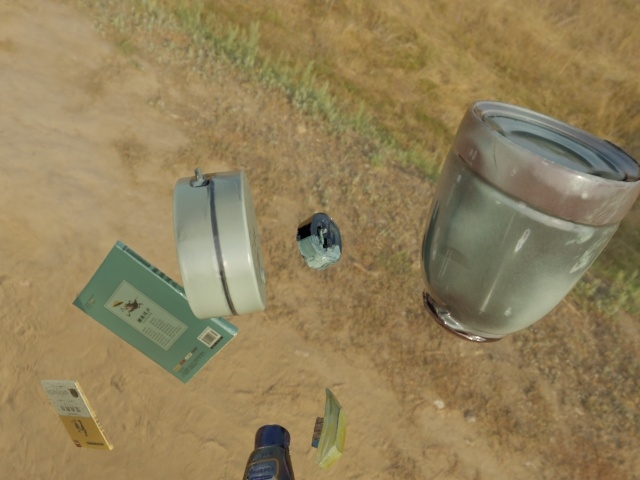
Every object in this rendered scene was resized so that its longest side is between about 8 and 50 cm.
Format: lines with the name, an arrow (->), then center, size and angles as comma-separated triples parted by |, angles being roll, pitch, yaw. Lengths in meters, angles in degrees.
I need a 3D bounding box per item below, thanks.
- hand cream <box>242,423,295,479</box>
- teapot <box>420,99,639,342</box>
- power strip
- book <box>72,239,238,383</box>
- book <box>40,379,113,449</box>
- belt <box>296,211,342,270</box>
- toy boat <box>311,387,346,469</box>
hand cream -> -0.047, 0.243, 0.554 | 0.062, 0.039, 0.163 | -15, 40, 12
teapot -> 0.274, -0.012, 0.880 | 0.233, 0.312, 0.314 | 37, 34, 28
power strip -> -0.227, 0.000, 1.450 | 0.161, 0.358, 0.358 | -9, 50, -1
book -> -0.431, 0.196, 1.615 | 0.379, 0.264, 0.031 | 40, 29, -11
book -> -0.506, 0.363, 1.300 | 0.012, 0.118, 0.172 | -44, 120, -52
belt -> 0.000, 0.000, 1.401 | 0.105, 0.058, 0.140 | 30, 44, -36
toy boat -> 0.017, 0.393, 1.315 | 0.066, 0.065, 0.172 | -9, 46, 23
